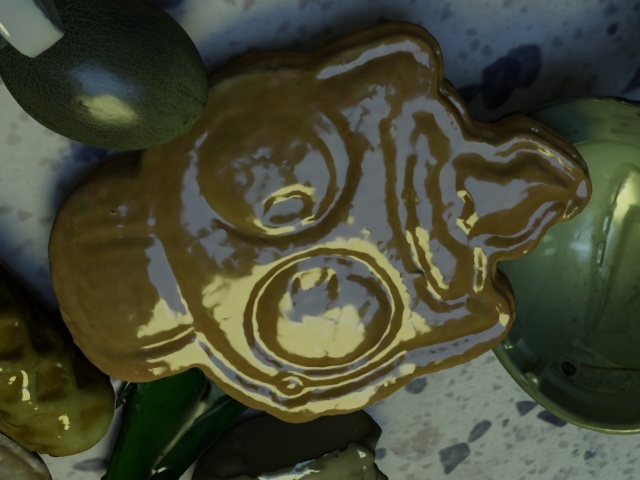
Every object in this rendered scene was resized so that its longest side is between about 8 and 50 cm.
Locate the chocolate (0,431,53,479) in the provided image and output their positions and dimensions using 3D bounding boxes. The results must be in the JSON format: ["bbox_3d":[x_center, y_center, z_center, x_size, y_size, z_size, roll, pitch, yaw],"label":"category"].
[{"bbox_3d":[-0.318,0.157,0.861,0.161,0.083,0.261,-38,130,-5],"label":"chocolate"}]

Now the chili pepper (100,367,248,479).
[{"bbox_3d":[-0.110,0.147,0.935,0.108,0.062,0.216,19,121,-30],"label":"chili pepper"}]

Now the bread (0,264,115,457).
[{"bbox_3d":[-0.236,0.061,0.799,0.098,0.087,0.269,-11,136,28],"label":"bread"}]

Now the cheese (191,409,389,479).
[{"bbox_3d":[-0.023,0.231,1.011,0.175,0.091,0.202,-17,132,-5],"label":"cheese"}]

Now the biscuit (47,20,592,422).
[{"bbox_3d":[0.000,0.002,0.797,0.376,0.051,0.269,-15,113,5],"label":"biscuit"}]

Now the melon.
[{"bbox_3d":[-0.130,-0.104,0.700,0.130,0.098,0.098,27,116,-25],"label":"melon"}]

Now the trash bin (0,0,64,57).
[{"bbox_3d":[-0.105,-0.294,0.471,0.367,0.256,0.296,-33,129,2],"label":"trash bin"}]

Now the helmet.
[{"bbox_3d":[0.226,0.001,0.879,0.204,0.137,0.258,4,112,26],"label":"helmet"}]
